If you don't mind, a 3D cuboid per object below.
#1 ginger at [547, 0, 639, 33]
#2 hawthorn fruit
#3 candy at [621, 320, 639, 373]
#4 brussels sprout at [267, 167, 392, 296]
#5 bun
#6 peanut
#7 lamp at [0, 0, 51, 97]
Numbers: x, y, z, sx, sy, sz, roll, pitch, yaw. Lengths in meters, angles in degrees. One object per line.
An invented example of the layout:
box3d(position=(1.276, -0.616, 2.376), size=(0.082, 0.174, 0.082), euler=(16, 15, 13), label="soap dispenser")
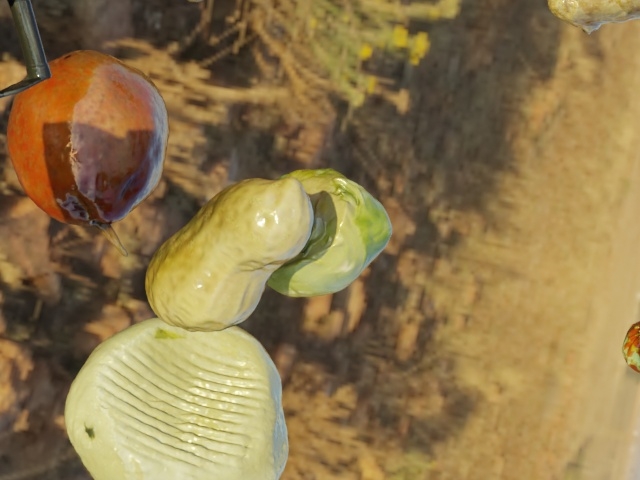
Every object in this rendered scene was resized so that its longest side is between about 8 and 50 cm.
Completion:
box3d(position=(0.462, -0.338, 1.670), size=(0.148, 0.333, 0.081), euler=(63, 8, -67), label="ginger")
box3d(position=(-0.285, -0.106, 1.633), size=(0.210, 0.210, 0.262), euler=(66, 5, -65), label="hawthorn fruit")
box3d(position=(0.531, 0.088, 1.912), size=(0.084, 0.078, 0.288), euler=(-103, -152, -50), label="candy")
box3d(position=(0.002, 0.001, 1.422), size=(0.122, 0.151, 0.149), euler=(38, 93, -35), label="brussels sprout")
box3d(position=(-0.154, 0.209, 1.452), size=(0.259, 0.259, 0.160), euler=(-64, -179, -40), label="bun")
box3d(position=(-0.085, 0.015, 1.259), size=(0.236, 0.110, 0.120), euler=(-37, -168, 42), label="peanut")
box3d(position=(-0.322, -0.109, 0.896), size=(0.172, 0.227, 0.147), euler=(-86, 165, -68), label="lamp")
